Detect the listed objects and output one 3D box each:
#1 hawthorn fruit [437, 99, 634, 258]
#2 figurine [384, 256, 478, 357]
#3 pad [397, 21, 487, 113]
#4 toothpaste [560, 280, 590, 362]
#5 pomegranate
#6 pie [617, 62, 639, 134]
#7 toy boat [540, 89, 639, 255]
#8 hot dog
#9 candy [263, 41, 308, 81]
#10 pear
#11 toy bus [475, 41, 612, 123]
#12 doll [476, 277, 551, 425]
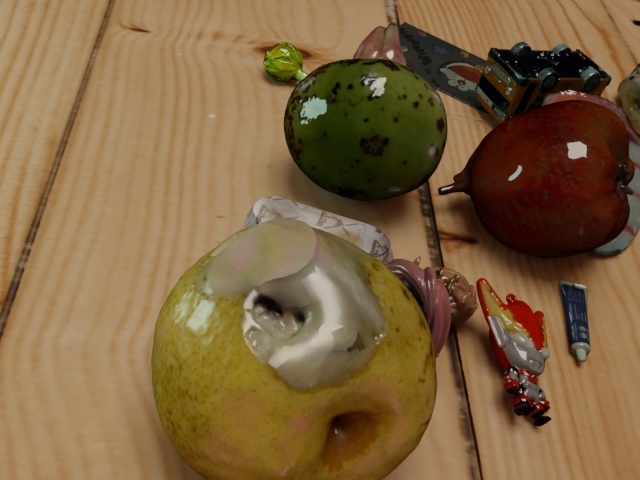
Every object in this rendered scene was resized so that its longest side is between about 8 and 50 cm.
[{"bbox_3d":[0.278,-0.078,1.122,0.248,0.208,0.208,3,36,23],"label":"hawthorn fruit"},{"bbox_3d":[0.112,0.067,0.962,0.157,0.126,0.114,-37,94,-41],"label":"figurine"},{"bbox_3d":[0.213,-0.305,1.490,0.245,0.006,0.170,31,44,17],"label":"pad"},{"bbox_3d":[0.317,0.099,1.055,0.037,0.021,0.140,14,39,1],"label":"toothpaste"},{"bbox_3d":[0.063,-0.177,1.124,0.214,0.214,0.248,11,73,-4],"label":"pomegranate"},{"bbox_3d":[0.679,-0.223,1.484,0.337,0.075,0.338,7,36,-5],"label":"pie"},{"bbox_3d":[0.418,-0.086,1.257,0.206,0.096,0.282,17,48,-20],"label":"toy boat"},{"bbox_3d":[0.000,0.000,1.050,0.192,0.053,0.099,15,42,-3],"label":"hot dog"},{"bbox_3d":[-0.007,-0.239,1.326,0.194,0.062,0.058,37,1,12],"label":"candy"},{"bbox_3d":[-0.029,0.110,0.794,0.271,0.271,0.271,8,41,-7],"label":"pear"},{"bbox_3d":[0.352,-0.248,1.383,0.200,0.114,0.098,-6,45,-30],"label":"toy bus"},{"bbox_3d":[0.225,0.128,0.969,0.109,0.057,0.169,28,46,-26],"label":"doll"}]
